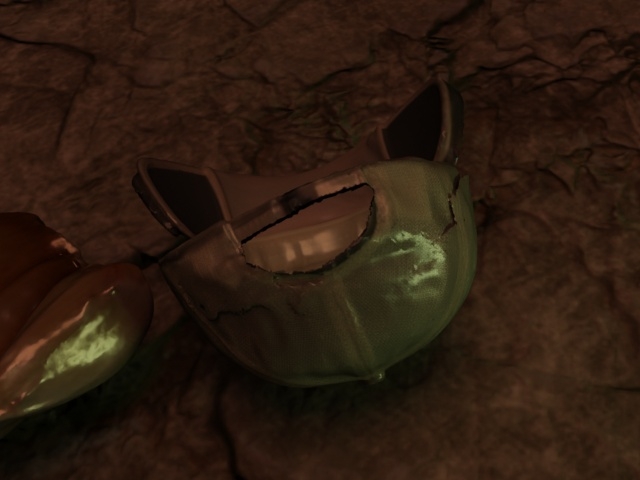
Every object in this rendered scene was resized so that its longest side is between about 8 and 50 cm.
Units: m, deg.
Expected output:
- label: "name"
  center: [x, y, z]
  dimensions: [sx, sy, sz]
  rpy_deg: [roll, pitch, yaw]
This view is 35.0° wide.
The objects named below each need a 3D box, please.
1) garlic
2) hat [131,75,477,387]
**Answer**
- label: "garlic"
  center: [-0.247, 0.072, 0.668]
  dimensions: [0.228, 0.110, 0.217]
  rpy_deg: [-30, 41, -34]
- label: "hat"
  center: [-0.002, -0.006, 0.697]
  dimensions: [0.232, 0.161, 0.275]
  rpy_deg: [-13, 26, -5]
